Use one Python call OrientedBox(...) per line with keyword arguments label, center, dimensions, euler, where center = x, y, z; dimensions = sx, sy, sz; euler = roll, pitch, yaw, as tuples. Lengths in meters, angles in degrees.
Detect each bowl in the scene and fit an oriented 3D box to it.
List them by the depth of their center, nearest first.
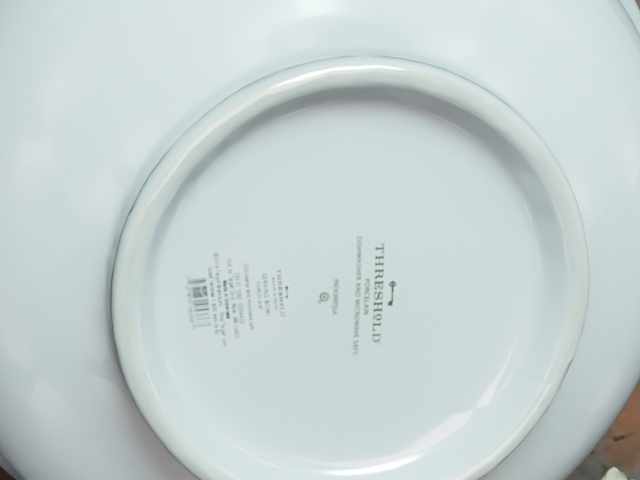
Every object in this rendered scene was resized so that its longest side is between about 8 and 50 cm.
OrientedBox(label="bowl", center=(0.000, 0.000, 0.497), dimensions=(0.298, 0.134, 0.298), euler=(-3, 105, -11))

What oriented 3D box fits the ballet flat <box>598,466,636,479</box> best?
OrientedBox(label="ballet flat", center=(0.099, 0.173, 0.588), dimensions=(0.052, 0.057, 0.168), euler=(-1, 94, 4))
